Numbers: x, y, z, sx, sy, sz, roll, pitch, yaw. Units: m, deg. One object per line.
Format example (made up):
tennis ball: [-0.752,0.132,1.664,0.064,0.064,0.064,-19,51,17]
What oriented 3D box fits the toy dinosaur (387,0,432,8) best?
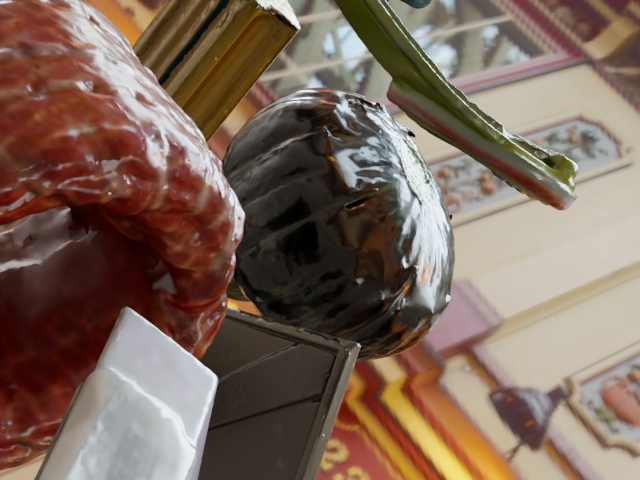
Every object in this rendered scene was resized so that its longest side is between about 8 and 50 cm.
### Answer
toy dinosaur: [0.042,-0.193,0.941,0.083,0.030,0.047,45,-51,-7]

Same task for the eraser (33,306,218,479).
eraser: [-0.146,0.242,0.735,0.082,0.396,0.213,15,-53,1]

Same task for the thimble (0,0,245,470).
thimble: [-0.243,-0.012,0.967,0.230,0.350,0.350,50,-42,36]

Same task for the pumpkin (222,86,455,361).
pumpkin: [0.000,0.000,1.394,0.296,0.296,0.295,23,-59,44]

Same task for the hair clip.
hair clip: [0.055,-0.063,0.560,0.188,0.033,0.060,40,-1,-31]

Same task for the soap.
soap: [-0.173,-0.245,1.794,0.324,0.096,0.204,-47,-142,23]

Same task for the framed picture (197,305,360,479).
framed picture: [-0.115,0.174,1.293,0.315,0.024,0.232,14,-99,44]
